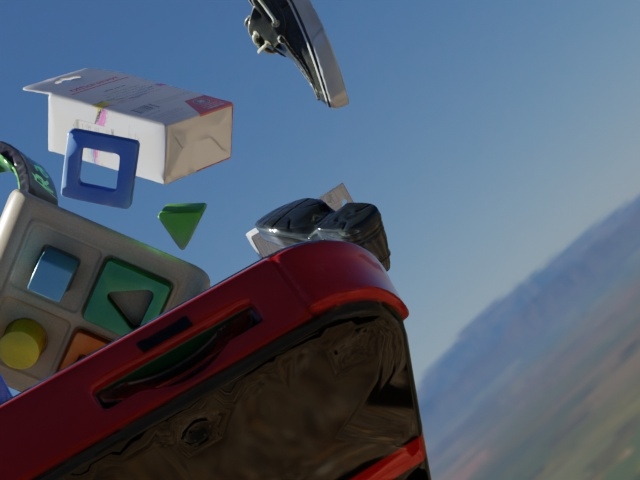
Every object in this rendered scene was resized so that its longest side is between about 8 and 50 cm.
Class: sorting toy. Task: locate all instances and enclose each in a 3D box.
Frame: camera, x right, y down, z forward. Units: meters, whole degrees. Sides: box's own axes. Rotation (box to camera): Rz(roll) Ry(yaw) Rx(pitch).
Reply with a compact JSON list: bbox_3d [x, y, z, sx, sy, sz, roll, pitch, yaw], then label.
[{"bbox_3d":[-0.218,0.074,1.401,0.047,0.196,0.347,-69,4,-70],"label":"sorting toy"}]

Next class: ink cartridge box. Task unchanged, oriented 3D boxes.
[{"bbox_3d":[-0.014,-0.008,1.678,0.115,0.063,0.029,-31,13,-9],"label":"ink cartridge box"},{"bbox_3d":[-0.204,-0.124,1.659,0.115,0.198,0.067,-26,-53,-52],"label":"ink cartridge box"}]

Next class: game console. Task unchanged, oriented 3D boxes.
[{"bbox_3d":[-0.103,0.191,0.947,0.387,0.060,0.342,-29,-38,-15],"label":"game console"}]

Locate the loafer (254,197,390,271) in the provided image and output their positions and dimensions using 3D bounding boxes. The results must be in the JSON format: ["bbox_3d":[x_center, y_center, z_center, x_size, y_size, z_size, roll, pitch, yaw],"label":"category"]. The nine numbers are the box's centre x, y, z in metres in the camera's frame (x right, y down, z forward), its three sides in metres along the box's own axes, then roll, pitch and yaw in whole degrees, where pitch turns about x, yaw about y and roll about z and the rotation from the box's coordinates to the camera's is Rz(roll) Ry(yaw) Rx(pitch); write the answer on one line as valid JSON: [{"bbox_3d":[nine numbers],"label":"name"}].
[{"bbox_3d":[0.000,0.000,1.496,0.062,0.061,0.170,-37,26,-27],"label":"loafer"}]

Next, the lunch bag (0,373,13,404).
[{"bbox_3d":[-0.278,0.128,1.160,0.098,0.067,0.065,-2,33,38],"label":"lunch bag"}]

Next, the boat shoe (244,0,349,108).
[{"bbox_3d":[-0.040,-0.220,1.609,0.070,0.219,0.078,-26,-17,-1],"label":"boat shoe"}]

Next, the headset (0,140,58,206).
[{"bbox_3d":[-0.455,0.055,1.736,0.185,0.243,0.394,35,-90,-44],"label":"headset"}]
